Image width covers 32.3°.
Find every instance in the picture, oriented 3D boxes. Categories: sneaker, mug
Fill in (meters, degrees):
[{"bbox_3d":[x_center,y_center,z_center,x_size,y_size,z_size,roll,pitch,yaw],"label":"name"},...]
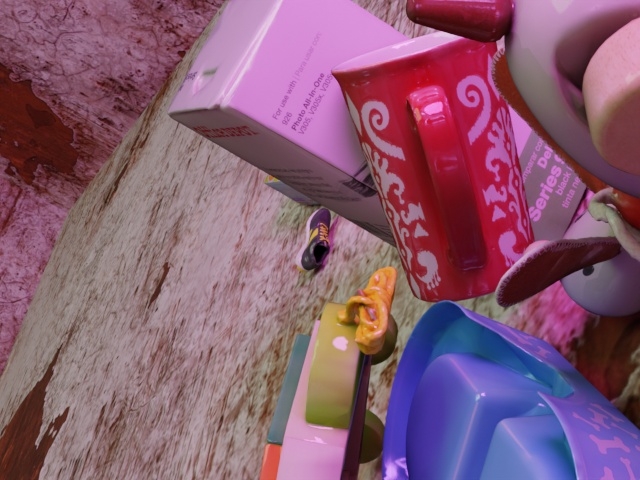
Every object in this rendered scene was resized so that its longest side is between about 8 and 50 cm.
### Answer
[{"bbox_3d":[0.000,0.000,1.297,0.035,0.031,0.083,-8,58,50],"label":"sneaker"},{"bbox_3d":[0.075,-0.045,0.741,0.113,0.169,0.150,-7,16,33],"label":"mug"}]

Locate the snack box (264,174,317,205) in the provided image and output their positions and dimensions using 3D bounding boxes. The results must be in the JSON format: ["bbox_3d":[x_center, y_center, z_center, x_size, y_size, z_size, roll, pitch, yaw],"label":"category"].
[{"bbox_3d":[0.027,-0.149,1.370,0.207,0.070,0.174,-63,19,-9],"label":"snack box"}]

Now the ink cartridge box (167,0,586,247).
[{"bbox_3d":[0.042,-0.085,0.904,0.121,0.289,0.211,-63,19,-5],"label":"ink cartridge box"}]

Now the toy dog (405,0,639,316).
[{"bbox_3d":[0.131,-0.053,0.596,0.220,0.161,0.334,-83,-11,-52],"label":"toy dog"}]

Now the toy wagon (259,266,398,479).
[{"bbox_3d":[0.003,0.158,0.763,0.267,0.068,0.344,-74,-10,-51],"label":"toy wagon"}]

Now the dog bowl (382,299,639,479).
[{"bbox_3d":[0.116,0.146,0.662,0.297,0.074,0.166,-126,48,-69],"label":"dog bowl"}]
